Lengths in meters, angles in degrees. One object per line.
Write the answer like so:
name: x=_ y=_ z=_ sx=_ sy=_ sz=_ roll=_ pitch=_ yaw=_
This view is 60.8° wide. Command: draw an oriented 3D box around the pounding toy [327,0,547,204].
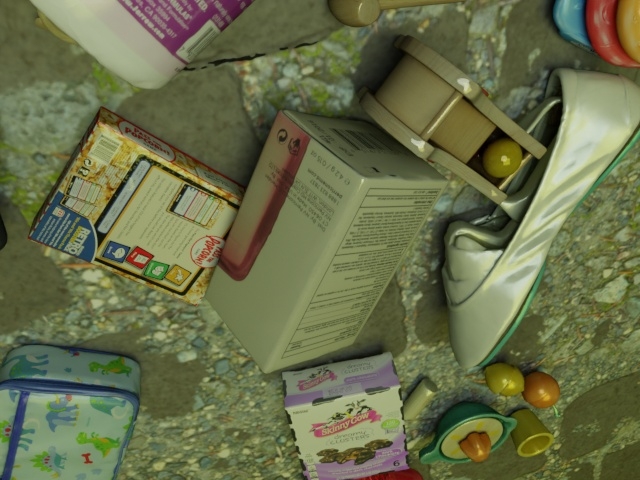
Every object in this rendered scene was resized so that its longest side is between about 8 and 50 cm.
pounding toy: x=0.134 y=-0.155 z=0.531 sx=0.269 sy=0.154 sz=0.155 roll=27 pitch=111 yaw=-31

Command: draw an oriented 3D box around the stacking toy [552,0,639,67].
stacking toy: x=0.376 y=-0.209 z=0.482 sx=0.175 sy=0.302 sz=0.166 roll=11 pitch=118 yaw=-25

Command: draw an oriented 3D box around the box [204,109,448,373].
box: x=0.000 y=0.000 z=0.573 sx=0.148 sy=0.127 sz=0.232 roll=-6 pitch=131 yaw=-48

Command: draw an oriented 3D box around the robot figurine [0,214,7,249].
robot figurine: x=-0.404 y=-0.005 z=0.440 sx=0.173 sy=0.209 sz=0.278 roll=16 pitch=124 yaw=17

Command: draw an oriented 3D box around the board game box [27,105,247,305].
board game box: x=-0.178 y=-0.026 z=0.581 sx=0.193 sy=0.045 sz=0.147 roll=30 pitch=109 yaw=-31

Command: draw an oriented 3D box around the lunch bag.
lunch bag: x=-0.330 y=0.239 z=0.680 sx=0.176 sy=0.090 sz=0.219 roll=16 pitch=115 yaw=-23

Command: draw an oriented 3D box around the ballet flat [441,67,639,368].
ballet flat: x=0.233 y=-0.027 z=0.679 sx=0.139 sy=0.139 sz=0.400 roll=17 pitch=111 yaw=-26

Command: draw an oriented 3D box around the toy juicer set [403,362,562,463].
toy juicer set: x=0.257 y=0.299 z=0.901 sx=0.328 sy=0.090 sz=0.209 roll=-2 pitch=126 yaw=-13

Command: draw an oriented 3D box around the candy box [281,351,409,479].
candy box: x=0.040 y=0.271 z=0.816 sx=0.164 sy=0.070 sz=0.196 roll=-11 pitch=124 yaw=0

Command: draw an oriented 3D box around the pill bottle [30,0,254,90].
pill bottle: x=-0.069 y=-0.262 z=0.368 sx=0.301 sy=0.169 sz=0.169 roll=-42 pitch=125 yaw=6

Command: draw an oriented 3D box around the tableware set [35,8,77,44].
tableware set: x=-0.166 y=-0.240 z=0.461 sx=0.141 sy=0.020 sz=0.169 roll=1 pitch=120 yaw=-22

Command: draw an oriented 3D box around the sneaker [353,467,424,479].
sneaker: x=0.079 y=0.409 z=0.915 sx=0.221 sy=0.087 sz=0.128 roll=-8 pitch=133 yaw=-14
